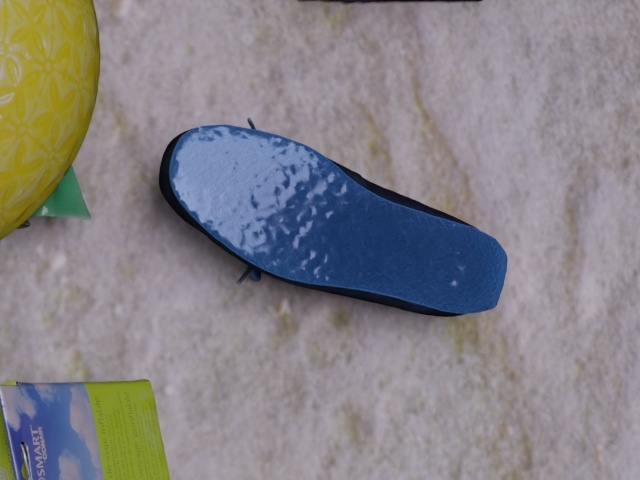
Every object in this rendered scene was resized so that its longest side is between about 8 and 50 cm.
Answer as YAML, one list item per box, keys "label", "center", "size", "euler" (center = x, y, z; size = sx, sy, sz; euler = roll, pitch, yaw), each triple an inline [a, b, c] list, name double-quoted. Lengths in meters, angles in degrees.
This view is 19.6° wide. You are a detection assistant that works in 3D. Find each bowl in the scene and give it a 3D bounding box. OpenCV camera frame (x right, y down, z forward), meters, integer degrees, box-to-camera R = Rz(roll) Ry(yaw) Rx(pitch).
- label: "bowl"
  center: [-0.277, -0.123, 1.090]
  size: [0.289, 0.156, 0.289]
  euler: [1, 84, -5]

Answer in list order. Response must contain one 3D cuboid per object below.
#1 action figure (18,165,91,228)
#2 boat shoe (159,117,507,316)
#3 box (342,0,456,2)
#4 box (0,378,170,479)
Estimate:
- label: "action figure"
  center: [-0.225, -0.124, 1.209]
  size: [0.137, 0.063, 0.232]
  euler: [0, 81, -21]
- label: "boat shoe"
  center: [0.000, 0.000, 1.266]
  size: [0.258, 0.089, 0.109]
  euler: [27, 81, -20]
- label: "box"
  center: [0.077, -0.238, 1.316]
  size: [0.156, 0.158, 0.093]
  euler: [-4, 78, -25]
- label: "box"
  center: [-0.152, 0.141, 1.127]
  size: [0.178, 0.042, 0.109]
  euler: [8, 68, -65]
